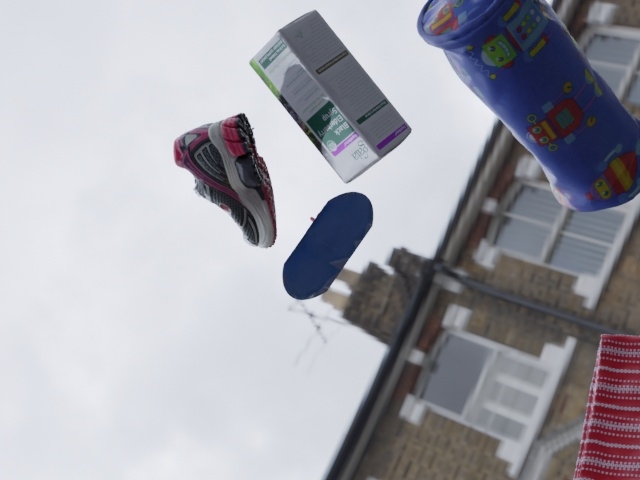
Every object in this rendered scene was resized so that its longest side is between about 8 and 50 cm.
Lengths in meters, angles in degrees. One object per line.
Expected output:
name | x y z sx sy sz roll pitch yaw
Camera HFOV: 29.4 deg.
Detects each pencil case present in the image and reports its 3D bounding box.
pencil case | 0.220 -0.154 1.220 0.119 0.133 0.306 -34 -53 18

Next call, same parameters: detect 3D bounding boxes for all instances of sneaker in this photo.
sneaker | -0.135 -0.087 1.851 0.299 0.112 0.121 70 -171 -56

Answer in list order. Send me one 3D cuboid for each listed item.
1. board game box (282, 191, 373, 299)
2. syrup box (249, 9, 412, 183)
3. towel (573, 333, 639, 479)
board game box | 0.000 0.000 1.639 0.169 0.033 0.133 -56 -32 3
syrup box | 0.016 -0.211 1.803 0.237 0.093 0.096 52 -131 -1
towel | 0.434 0.228 1.555 0.031 0.198 0.275 67 -147 -42
